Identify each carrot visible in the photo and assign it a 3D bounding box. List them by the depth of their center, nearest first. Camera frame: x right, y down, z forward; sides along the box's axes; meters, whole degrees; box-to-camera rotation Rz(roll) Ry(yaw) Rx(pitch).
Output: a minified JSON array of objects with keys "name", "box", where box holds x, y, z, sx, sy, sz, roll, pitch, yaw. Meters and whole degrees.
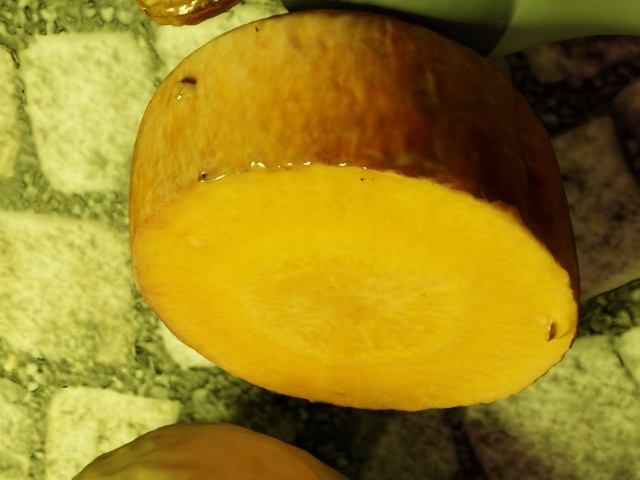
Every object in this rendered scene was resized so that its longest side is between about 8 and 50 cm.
[{"name":"carrot","box":[0.013,0.009,0.768,0.258,0.100,0.307,14,145,-2]}]

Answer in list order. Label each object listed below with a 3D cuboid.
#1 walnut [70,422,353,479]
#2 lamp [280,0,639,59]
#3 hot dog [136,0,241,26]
[{"name":"walnut","box":[-0.053,0.297,0.861,0.381,0.381,0.381,5,113,12]},{"name":"lamp","box":[0.119,-0.180,0.722,0.314,0.182,0.182,0,112,4]},{"name":"hot dog","box":[-0.092,-0.201,0.821,0.099,0.065,0.147,-26,92,23]}]
